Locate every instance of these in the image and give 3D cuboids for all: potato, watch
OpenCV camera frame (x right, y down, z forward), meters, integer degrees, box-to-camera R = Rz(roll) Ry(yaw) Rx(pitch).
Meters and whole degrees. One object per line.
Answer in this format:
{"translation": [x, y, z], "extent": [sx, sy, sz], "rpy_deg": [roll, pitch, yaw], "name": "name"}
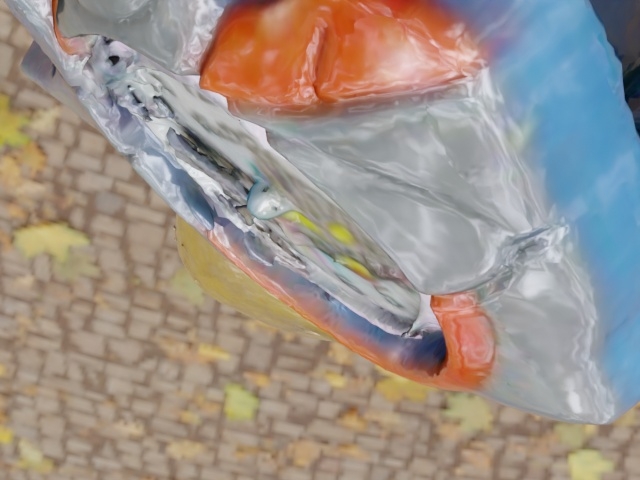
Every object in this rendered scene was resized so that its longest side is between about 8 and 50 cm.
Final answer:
{"translation": [0.000, 0.000, 0.959], "extent": [0.234, 0.150, 0.146], "rpy_deg": [15, 109, 44], "name": "potato"}
{"translation": [0.041, -0.134, 0.430], "extent": [0.241, 0.274, 0.305], "rpy_deg": [25, 154, 48], "name": "watch"}
